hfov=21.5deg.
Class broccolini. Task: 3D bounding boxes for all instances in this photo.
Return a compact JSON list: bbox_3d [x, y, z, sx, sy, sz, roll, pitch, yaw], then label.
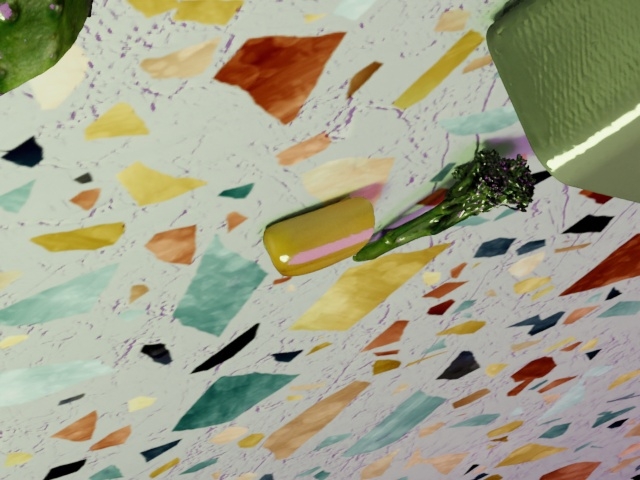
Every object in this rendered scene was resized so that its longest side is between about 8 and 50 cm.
[{"bbox_3d":[0.105,-0.033,1.578,0.201,0.058,0.074,-19,146,33],"label":"broccolini"}]

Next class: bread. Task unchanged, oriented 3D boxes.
[{"bbox_3d":[0.001,0.000,1.532,0.103,0.049,0.062,-19,155,-3],"label":"bread"}]

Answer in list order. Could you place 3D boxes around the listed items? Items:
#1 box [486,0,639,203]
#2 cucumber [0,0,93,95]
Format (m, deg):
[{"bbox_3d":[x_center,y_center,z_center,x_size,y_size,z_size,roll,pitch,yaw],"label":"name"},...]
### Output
[{"bbox_3d":[0.368,-0.175,1.342,0.344,0.177,0.352,-34,153,32],"label":"box"},{"bbox_3d":[-0.189,-0.195,0.900,0.134,0.134,0.244,-14,151,-17],"label":"cucumber"}]
